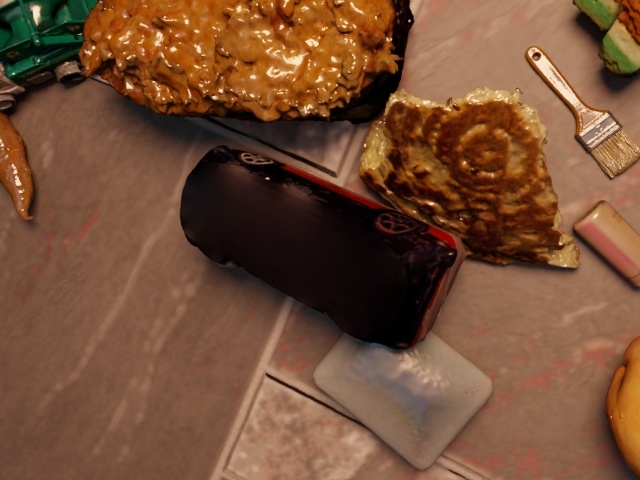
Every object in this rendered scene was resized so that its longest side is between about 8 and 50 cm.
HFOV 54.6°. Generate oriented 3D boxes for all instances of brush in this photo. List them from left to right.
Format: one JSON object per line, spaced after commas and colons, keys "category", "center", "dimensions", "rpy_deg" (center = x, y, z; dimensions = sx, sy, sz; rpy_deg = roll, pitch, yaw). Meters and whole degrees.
{"category": "brush", "center": [0.280, -0.145, 0.674], "dimensions": [0.043, 0.014, 0.170], "rpy_deg": [-39, 84, 17]}

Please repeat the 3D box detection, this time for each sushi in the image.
{"category": "sushi", "center": [-0.075, -0.239, 0.660], "dimensions": [0.349, 0.207, 0.234], "rpy_deg": [3, 104, 17]}

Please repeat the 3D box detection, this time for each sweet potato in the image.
{"category": "sweet potato", "center": [-0.431, -0.120, 0.841], "dimensions": [0.068, 0.060, 0.205], "rpy_deg": [-39, 76, 52]}

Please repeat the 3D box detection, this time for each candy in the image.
{"category": "candy", "center": [0.094, 0.163, 0.723], "dimensions": [0.174, 0.071, 0.138], "rpy_deg": [39, 93, 8]}

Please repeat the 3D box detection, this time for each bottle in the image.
{"category": "bottle", "center": [0.320, 0.004, 0.662], "dimensions": [0.096, 0.045, 0.045], "rpy_deg": [45, 105, 5]}

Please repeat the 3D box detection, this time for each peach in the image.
{"category": "peach", "center": [0.374, 0.169, 0.604], "dimensions": [0.184, 0.184, 0.184], "rpy_deg": [2, 96, 15]}

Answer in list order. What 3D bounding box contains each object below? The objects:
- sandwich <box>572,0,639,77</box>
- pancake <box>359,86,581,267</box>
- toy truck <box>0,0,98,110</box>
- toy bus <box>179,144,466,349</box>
{"category": "sandwich", "center": [0.347, -0.288, 0.553], "dimensions": [0.109, 0.212, 0.292], "rpy_deg": [49, 119, 20]}
{"category": "pancake", "center": [0.150, -0.058, 0.665], "dimensions": [0.212, 0.056, 0.257], "rpy_deg": [-2, 130, 37]}
{"category": "toy truck", "center": [-0.368, -0.248, 0.766], "dimensions": [0.216, 0.116, 0.110], "rpy_deg": [-22, 89, 4]}
{"category": "toy bus", "center": [0.000, 0.000, 0.673], "dimensions": [0.303, 0.147, 0.127], "rpy_deg": [25, 103, 24]}
